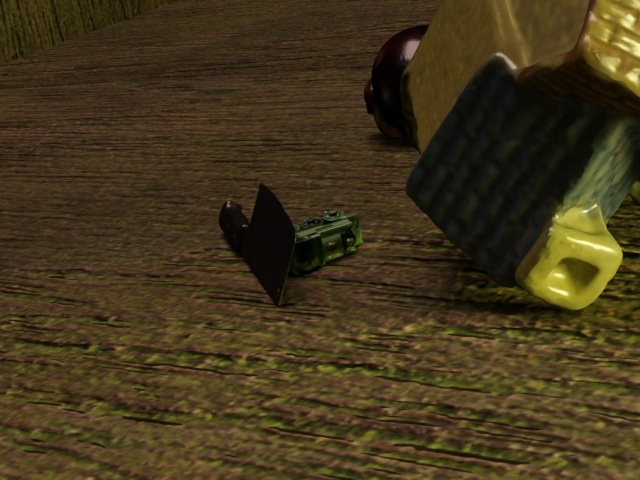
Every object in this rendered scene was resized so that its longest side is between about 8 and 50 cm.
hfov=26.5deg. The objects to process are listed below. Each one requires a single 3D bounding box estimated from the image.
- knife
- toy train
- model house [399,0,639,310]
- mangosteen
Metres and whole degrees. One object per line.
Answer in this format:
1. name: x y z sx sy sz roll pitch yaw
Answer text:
1. knife: -0.053 -0.011 1.186 0.019 0.072 0.245 12 11 -18
2. toy train: 0.000 0.000 1.169 0.083 0.033 0.053 -18 24 -20
3. model house: 0.221 -0.099 1.001 0.261 0.321 0.266 22 33 -16
4. mangosteen: 0.104 -0.169 1.505 0.140 0.140 0.140 -10 18 3
